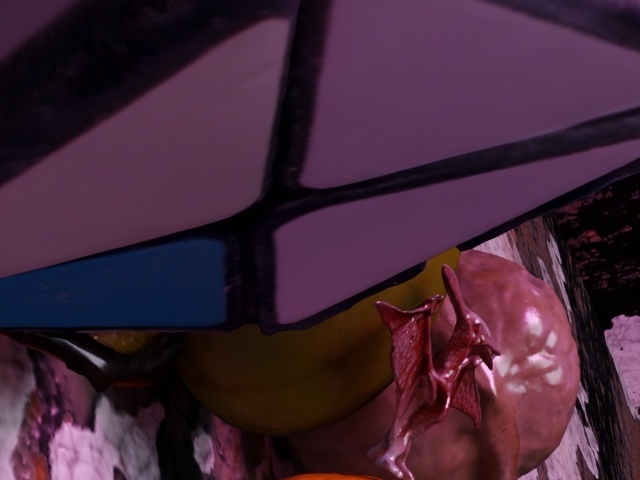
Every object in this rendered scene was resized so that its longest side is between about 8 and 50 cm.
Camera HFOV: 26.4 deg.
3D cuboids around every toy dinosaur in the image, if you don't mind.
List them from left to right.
[{"bbox_3d":[0.061,0.079,0.750,0.032,0.108,0.220,29,-9,25],"label":"toy dinosaur"}]

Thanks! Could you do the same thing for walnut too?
[{"bbox_3d":[0.071,0.101,0.949,0.224,0.224,0.224,-19,90,-74],"label":"walnut"}]

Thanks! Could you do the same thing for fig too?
[{"bbox_3d":[0.000,0.000,0.795,0.203,0.225,0.203,61,-4,7],"label":"fig"}]

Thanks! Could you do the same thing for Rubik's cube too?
[{"bbox_3d":[-0.058,-0.138,0.517,0.305,0.310,0.307,1,66,-52],"label":"Rubik's cube"}]

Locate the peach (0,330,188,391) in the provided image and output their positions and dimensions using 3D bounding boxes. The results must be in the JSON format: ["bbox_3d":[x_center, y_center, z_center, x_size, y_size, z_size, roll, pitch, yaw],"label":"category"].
[{"bbox_3d":[-0.153,-0.053,0.657,0.189,0.068,0.279,4,65,-58],"label":"peach"}]

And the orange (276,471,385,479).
[{"bbox_3d":[0.018,0.228,0.717,0.224,0.170,0.224,-21,90,-75],"label":"orange"}]
